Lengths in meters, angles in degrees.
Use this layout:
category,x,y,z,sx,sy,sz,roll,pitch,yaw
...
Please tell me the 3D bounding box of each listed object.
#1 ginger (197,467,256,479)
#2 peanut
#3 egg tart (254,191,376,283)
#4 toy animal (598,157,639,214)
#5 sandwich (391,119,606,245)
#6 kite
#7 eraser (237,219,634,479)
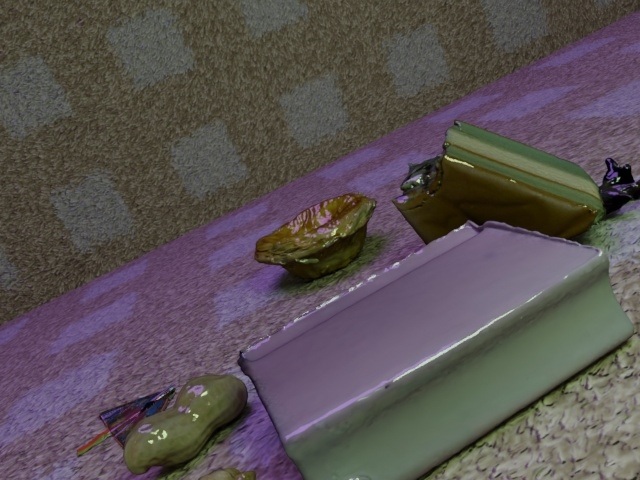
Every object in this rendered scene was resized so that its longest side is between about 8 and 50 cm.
category,x,y,z,sx,sy,sz,roll,pitch,yaw
ginger,-0.134,0.290,0.549,0.137,0.074,0.213,-14,20,5
peanut,-0.174,0.236,0.781,0.187,0.082,0.082,-36,18,-37
egg tart,0.000,0.000,1.258,0.294,0.116,0.295,-26,14,7
toy animal,0.402,-0.058,0.892,0.202,0.070,0.105,-25,14,15
sandwich,0.248,-0.080,0.856,0.227,0.198,0.155,-30,20,32
kite,-0.308,0.288,0.959,0.183,0.014,0.241,-32,17,-22
eraser,0.105,0.118,0.669,0.359,0.122,0.272,-30,17,-12
